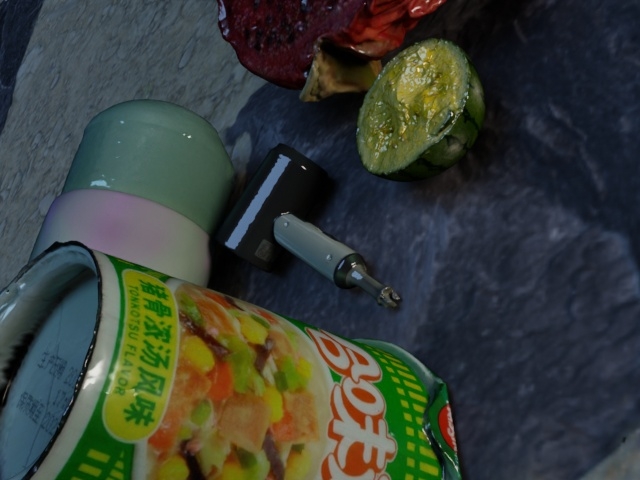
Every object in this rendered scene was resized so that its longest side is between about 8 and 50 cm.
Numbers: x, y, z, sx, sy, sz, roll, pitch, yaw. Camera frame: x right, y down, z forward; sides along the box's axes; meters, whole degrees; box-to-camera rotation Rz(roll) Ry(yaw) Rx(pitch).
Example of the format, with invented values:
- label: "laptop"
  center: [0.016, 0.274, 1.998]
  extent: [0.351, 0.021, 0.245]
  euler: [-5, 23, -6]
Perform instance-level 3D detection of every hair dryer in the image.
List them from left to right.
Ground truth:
- label: "hair dryer"
  center: [0.000, 0.000, 0.614]
  extent: [0.197, 0.057, 0.100]
  euler: [35, 93, 46]

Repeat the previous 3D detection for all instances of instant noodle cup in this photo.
- label: "instant noodle cup"
  center: [-0.069, 0.108, 0.449]
  extent: [0.207, 0.232, 0.207]
  euler: [-29, 44, 33]

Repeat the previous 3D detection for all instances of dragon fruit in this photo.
- label: "dragon fruit"
  center: [0.028, -0.222, 0.671]
  extent: [0.317, 0.152, 0.205]
  euler: [41, 118, 46]

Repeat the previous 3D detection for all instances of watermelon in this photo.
- label: "watermelon"
  center: [0.076, -0.086, 0.564]
  extent: [0.105, 0.062, 0.106]
  euler: [-28, 52, 42]

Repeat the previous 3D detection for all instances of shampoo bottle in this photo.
- label: "shampoo bottle"
  center: [-0.172, 0.039, 0.677]
  extent: [0.222, 0.151, 0.350]
  euler: [116, 168, -64]
